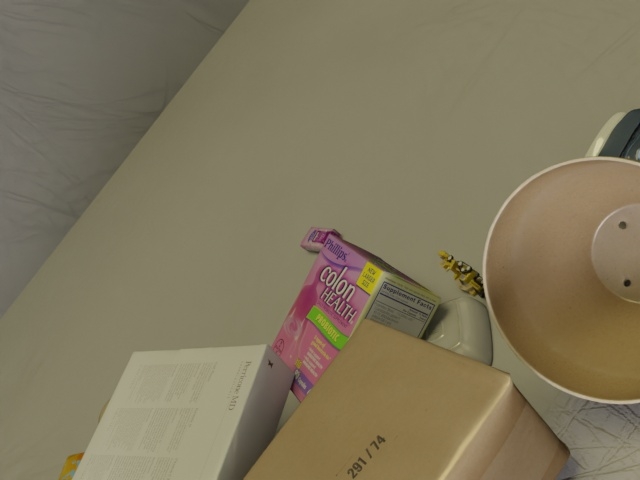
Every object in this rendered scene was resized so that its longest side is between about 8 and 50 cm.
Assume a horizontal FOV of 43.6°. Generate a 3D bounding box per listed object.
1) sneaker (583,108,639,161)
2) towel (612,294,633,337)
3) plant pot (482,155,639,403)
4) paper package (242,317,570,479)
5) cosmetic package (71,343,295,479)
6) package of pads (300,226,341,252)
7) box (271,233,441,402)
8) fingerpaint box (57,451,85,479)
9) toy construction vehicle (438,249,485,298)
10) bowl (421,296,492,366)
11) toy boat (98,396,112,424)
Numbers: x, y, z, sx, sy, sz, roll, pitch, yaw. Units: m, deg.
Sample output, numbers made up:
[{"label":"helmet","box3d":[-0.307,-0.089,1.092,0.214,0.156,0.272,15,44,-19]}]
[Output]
[{"label":"sneaker","box3d":[0.510,-0.164,1.117,0.323,0.130,0.236,-46,36,12]},{"label":"towel","box3d":[0.369,0.087,1.113,0.113,0.023,0.152,-26,38,31]},{"label":"plant pot","box3d":[0.367,0.032,0.976,0.284,0.284,0.191,-19,-2,37]},{"label":"paper package","box3d":[0.088,0.296,1.001,0.325,0.168,0.309,-51,32,-15]},{"label":"cosmetic package","box3d":[-0.225,0.338,1.182,0.284,0.097,0.377,-9,45,34]},{"label":"package of pads","box3d":[0.000,0.000,1.636,0.083,0.032,0.050,7,63,53]},{"label":"box","box3d":[0.044,0.143,1.278,0.243,0.117,0.213,-62,27,4]},{"label":"fingerpaint box","box3d":[-0.328,0.559,1.289,0.371,0.163,0.445,-21,39,34]},{"label":"toy construction vehicle","box3d":[0.224,0.057,1.260,0.035,0.086,0.098,-54,33,1]},{"label":"bowl","box3d":[0.187,0.153,1.229,0.142,0.053,0.142,-29,36,29]},{"label":"toy boat","box3d":[-0.315,0.346,1.560,0.231,0.151,0.151,-42,61,9]}]
